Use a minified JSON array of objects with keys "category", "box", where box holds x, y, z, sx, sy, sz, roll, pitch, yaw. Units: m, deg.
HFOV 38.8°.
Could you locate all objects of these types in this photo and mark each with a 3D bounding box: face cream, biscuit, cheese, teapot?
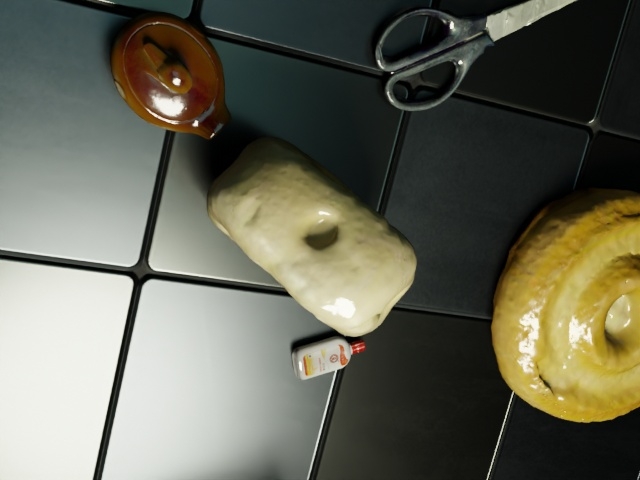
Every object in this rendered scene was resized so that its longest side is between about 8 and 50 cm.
[{"category":"face cream","box":[0.010,0.128,1.020,0.083,0.021,0.040,-15,111,-18]},{"category":"biscuit","box":[0.345,0.084,1.102,0.296,0.102,0.296,-6,106,-22]},{"category":"cheese","box":[0.000,0.000,0.879,0.117,0.218,0.235,-52,138,3]},{"category":"teapot","box":[-0.136,-0.151,0.847,0.098,0.078,0.129,-41,116,-6]}]

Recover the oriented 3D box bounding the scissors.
[{"category":"scissors","box":[0.193,-0.235,0.988,0.300,0.022,0.109,-27,117,-14]}]
